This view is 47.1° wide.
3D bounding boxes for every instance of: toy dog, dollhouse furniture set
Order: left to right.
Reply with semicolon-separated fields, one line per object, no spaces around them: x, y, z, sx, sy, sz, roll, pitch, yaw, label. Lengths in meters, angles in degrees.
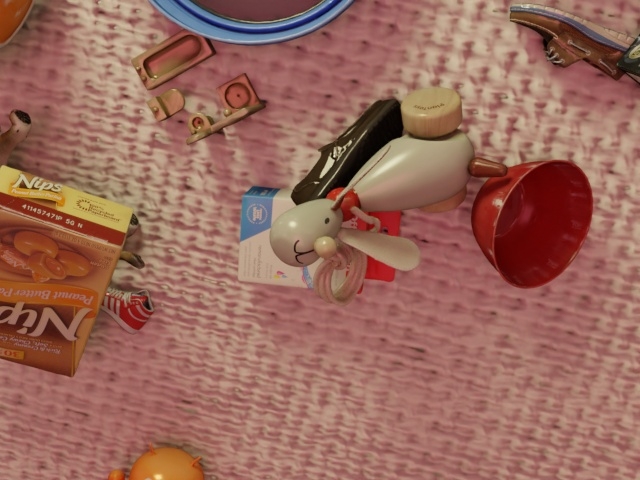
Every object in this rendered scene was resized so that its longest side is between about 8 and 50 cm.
-0.185;-0.218;1.031;0.144;0.123;0.151;-26;100;12;dollhouse furniture set
0.109;-0.055;0.945;0.334;0.161;0.220;-51;134;-14;toy dog

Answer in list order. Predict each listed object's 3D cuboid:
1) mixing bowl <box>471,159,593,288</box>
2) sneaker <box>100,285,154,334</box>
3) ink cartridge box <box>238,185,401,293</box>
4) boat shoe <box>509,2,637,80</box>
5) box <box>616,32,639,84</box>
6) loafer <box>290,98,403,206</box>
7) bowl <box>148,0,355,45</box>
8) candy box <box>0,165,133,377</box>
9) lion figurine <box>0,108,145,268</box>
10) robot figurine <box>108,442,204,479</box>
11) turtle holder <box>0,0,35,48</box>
0.278;-0.034;1.020;0.181;0.098;0.181;-11;114;-26;mixing bowl
-0.319;0.090;1.170;0.118;0.042;0.067;43;109;-13;sneaker
0.000;0.000;1.089;0.231;0.078;0.134;5;105;5;ink cartridge box
0.335;-0.266;0.985;0.183;0.066;0.066;20;107;1;boat shoe
0.505;-0.232;0.944;0.180;0.077;0.147;29;107;-19;box
0.034;-0.122;1.024;0.078;0.080;0.220;28;68;34;loafer
-0.089;-0.459;0.976;0.391;0.077;0.391;1;103;6;bowl
-0.403;0.058;1.058;0.183;0.087;0.316;20;130;-15;candy box
-0.472;-0.045;1.107;0.240;0.142;0.392;-37;102;22;lion figurine
-0.266;0.436;1.210;0.158;0.128;0.219;31;111;38;robot figurine
-0.523;-0.393;0.995;0.227;0.243;0.320;-39;58;-1;turtle holder
